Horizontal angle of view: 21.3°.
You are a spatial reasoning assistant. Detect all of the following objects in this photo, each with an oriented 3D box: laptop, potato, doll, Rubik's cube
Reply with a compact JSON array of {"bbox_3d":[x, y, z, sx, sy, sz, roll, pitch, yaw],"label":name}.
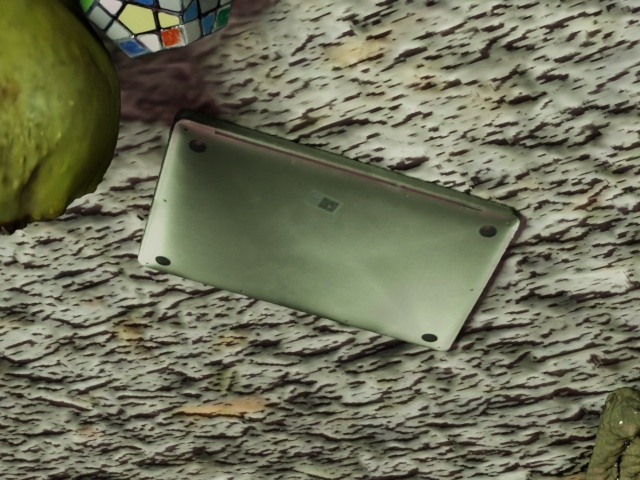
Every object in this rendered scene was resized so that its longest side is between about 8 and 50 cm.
[{"bbox_3d":[0.000,0.000,1.317,0.269,0.015,0.187,16,140,-5],"label":"laptop"},{"bbox_3d":[-0.258,-0.145,1.069,0.280,0.330,0.212,4,109,-18],"label":"potato"},{"bbox_3d":[0.247,0.241,1.495,0.203,0.091,0.286,23,129,-31],"label":"doll"},{"bbox_3d":[-0.105,-0.170,1.085,0.093,0.111,0.111,23,146,26],"label":"Rubik's cube"}]
